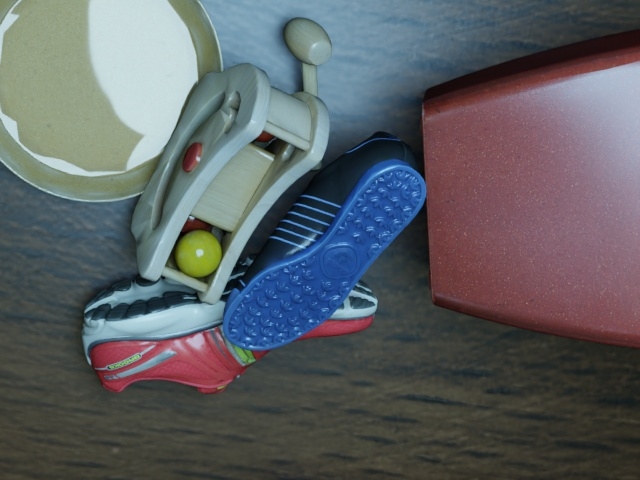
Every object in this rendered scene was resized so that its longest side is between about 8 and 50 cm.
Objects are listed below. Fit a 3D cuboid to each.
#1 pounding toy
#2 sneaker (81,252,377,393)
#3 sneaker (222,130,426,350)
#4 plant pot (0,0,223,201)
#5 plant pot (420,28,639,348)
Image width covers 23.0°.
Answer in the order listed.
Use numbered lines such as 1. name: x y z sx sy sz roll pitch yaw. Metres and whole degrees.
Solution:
1. pounding toy: -0.044 -0.065 1.416 0.155 0.154 0.269 24 97 -28
2. sneaker: -0.084 0.087 1.495 0.279 0.107 0.118 -6 118 -4
3. sneaker: 0.000 0.000 1.398 0.232 0.090 0.081 -42 117 15
4. plant pot: -0.209 -0.154 1.459 0.236 0.032 0.236 -1 98 -7
5. plant pot: 0.213 -0.051 1.430 0.235 0.267 0.267 -2 99 5
